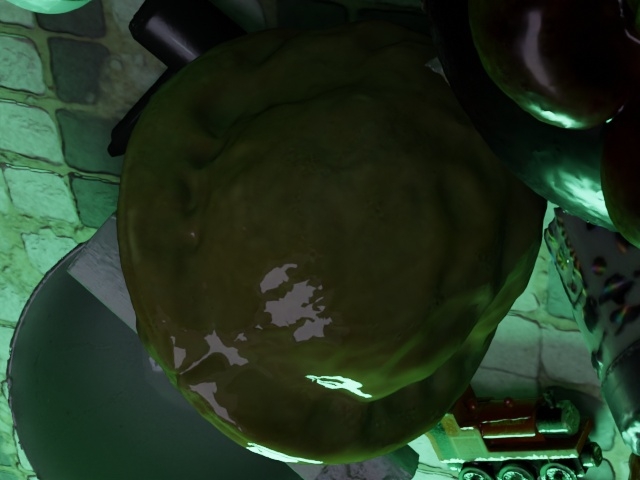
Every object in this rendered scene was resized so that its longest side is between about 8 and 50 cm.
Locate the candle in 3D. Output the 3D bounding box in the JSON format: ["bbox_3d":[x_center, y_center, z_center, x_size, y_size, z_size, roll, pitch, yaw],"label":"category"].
[{"bbox_3d":[0.282,0.008,1.451,0.187,0.330,0.187,-14,153,-7],"label":"candle"}]

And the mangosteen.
[{"bbox_3d":[0.256,-0.172,1.188,0.382,0.435,0.382,0,108,-1],"label":"mangosteen"}]

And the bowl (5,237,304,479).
[{"bbox_3d":[-0.131,0.132,1.809,0.345,0.157,0.346,1,100,6],"label":"bowl"}]

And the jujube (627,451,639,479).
[{"bbox_3d":[0.402,0.160,1.574,0.216,0.216,0.342,24,120,7],"label":"jujube"}]

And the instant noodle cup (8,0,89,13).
[{"bbox_3d":[-0.146,-0.368,1.358,0.308,0.294,0.294,-28,112,33],"label":"instant noodle cup"}]

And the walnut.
[{"bbox_3d":[0.011,-0.010,1.495,0.383,0.383,0.384,14,133,16],"label":"walnut"}]

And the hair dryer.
[{"bbox_3d":[-0.157,-0.150,1.688,0.114,0.070,0.248,39,143,-11],"label":"hair dryer"}]

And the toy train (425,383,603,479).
[{"bbox_3d":[0.193,0.197,1.797,0.176,0.074,0.118,-8,121,35],"label":"toy train"}]

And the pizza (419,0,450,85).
[{"bbox_3d":[0.126,-0.188,1.454,0.195,0.185,0.052,43,143,36],"label":"pizza"}]

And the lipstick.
[{"bbox_3d":[-0.071,0.116,1.682,0.371,0.076,0.080,41,103,-1],"label":"lipstick"}]
